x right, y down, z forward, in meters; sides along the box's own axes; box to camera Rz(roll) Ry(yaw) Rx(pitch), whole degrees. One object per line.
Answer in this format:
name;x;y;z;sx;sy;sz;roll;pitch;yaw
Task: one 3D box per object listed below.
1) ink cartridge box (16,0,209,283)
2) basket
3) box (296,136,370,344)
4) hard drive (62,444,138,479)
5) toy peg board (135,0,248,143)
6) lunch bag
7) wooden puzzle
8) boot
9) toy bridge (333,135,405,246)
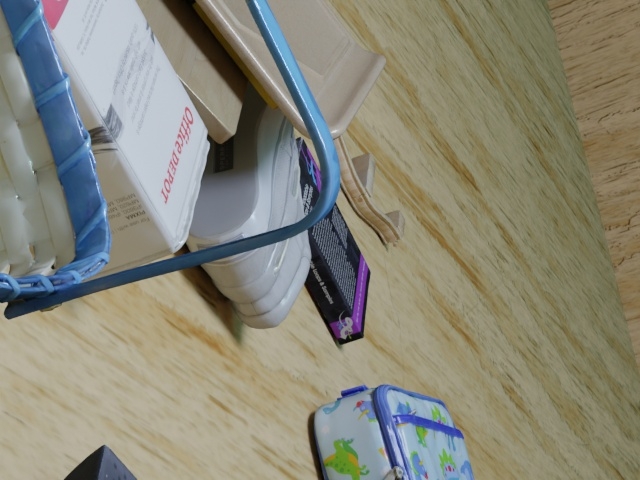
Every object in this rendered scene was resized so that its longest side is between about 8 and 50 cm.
ink cartridge box;-0.166;-0.103;1.287;0.218;0.092;0.158;60;20;-27
basket;-0.158;-0.079;0.942;0.201;0.289;0.255;-25;92;-79
box;0.000;0.000;1.800;0.116;0.029;0.162;-80;148;-59
hard drive;-0.112;0.265;1.128;0.255;0.054;0.172;-91;156;-44
toy peg board;-0.137;-0.152;1.489;0.160;0.079;0.161;47;24;-21
lunch bag;0.075;0.215;1.708;0.219;0.090;0.176;30;41;-67
wooden puzzle;-0.055;-0.192;1.557;0.239;0.044;0.221;47;23;-8
boot;-0.057;-0.048;1.599;0.258;0.095;0.123;-82;158;-43
toy bridge;0.041;-0.062;1.995;0.063;0.026;0.188;-83;149;-50
